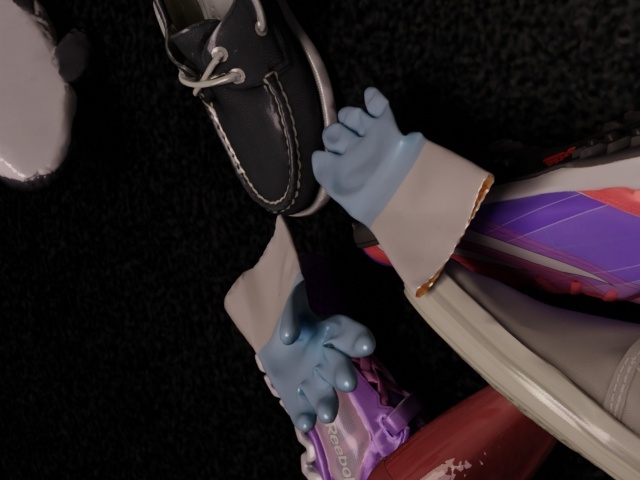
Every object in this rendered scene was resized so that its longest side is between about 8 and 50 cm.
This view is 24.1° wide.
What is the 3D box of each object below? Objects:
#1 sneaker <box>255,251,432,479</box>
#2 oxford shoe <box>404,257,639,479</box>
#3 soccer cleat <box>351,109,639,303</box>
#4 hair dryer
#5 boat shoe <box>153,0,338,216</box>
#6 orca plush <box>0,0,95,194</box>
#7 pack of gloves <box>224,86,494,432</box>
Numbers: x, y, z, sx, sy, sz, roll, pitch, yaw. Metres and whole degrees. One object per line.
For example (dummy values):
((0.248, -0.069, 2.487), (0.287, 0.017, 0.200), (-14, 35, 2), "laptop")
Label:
((0.029, 0.118, 1.079), (0.104, 0.095, 0.236), (-9, 101, 37), "sneaker")
((0.244, 0.112, 0.824), (0.449, 0.169, 0.130), (31, 93, 28), "oxford shoe")
((0.149, -0.005, 0.920), (0.318, 0.108, 0.116), (-13, 107, 45), "soccer cleat")
((0.134, 0.206, 1.009), (0.224, 0.080, 0.293), (5, 105, 1), "hair dryer")
((-0.074, -0.156, 1.079), (0.114, 0.091, 0.302), (-19, 90, 44), "boat shoe")
((-0.285, -0.148, 1.274), (0.287, 0.151, 0.102), (49, 161, 17), "orca plush")
((0.000, 0.000, 0.947), (0.195, 0.046, 0.232), (-61, 25, 10), "pack of gloves")
